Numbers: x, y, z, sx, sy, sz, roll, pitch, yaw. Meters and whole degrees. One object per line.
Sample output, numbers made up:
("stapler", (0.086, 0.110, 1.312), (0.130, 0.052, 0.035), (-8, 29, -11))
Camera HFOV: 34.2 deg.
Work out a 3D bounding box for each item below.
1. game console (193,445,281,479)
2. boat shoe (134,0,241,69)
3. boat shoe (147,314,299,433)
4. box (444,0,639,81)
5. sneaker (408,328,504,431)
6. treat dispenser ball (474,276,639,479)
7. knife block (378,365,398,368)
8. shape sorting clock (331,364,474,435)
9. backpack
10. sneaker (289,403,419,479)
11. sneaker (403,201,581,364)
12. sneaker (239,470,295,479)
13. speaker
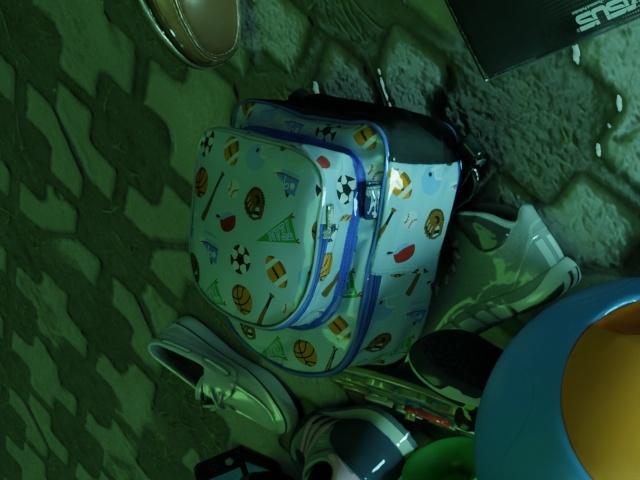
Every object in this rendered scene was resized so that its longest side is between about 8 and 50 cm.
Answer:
("game console", (-0.119, 0.409, 1.649), (0.085, 0.124, 0.144), (-135, 27, -61))
("boat shoe", (-0.140, -0.321, 1.066), (0.104, 0.111, 0.307), (9, 124, 46))
("boat shoe", (-0.146, 0.210, 1.517), (0.258, 0.084, 0.095), (31, 137, 30))
("box", (0.168, -0.241, 0.839), (0.191, 0.045, 0.184), (-15, 104, 53))
("sneaker", (0.161, 0.159, 1.020), (0.097, 0.235, 0.084), (-48, 43, 26))
("treat dispenser ball", (0.270, 0.173, 0.845), (0.288, 0.288, 0.288), (29, 137, 31))
("knife block", (-0.012, 0.018, 1.210), (0.276, 0.088, 0.242), (0, 118, 49))
("shape sorting clock", (0.105, 0.182, 1.168), (0.206, 0.040, 0.206), (16, 164, 5))
("backpack", (0.000, 0.000, 1.016), (0.277, 0.213, 0.263), (22, 117, 50))
("sneaker", (0.005, 0.293, 1.349), (0.112, 0.131, 0.319), (46, 155, -1))
("sneaker", (0.139, 0.030, 1.048), (0.229, 0.086, 0.132), (-31, 85, 33))
("sneaker", (-0.077, 0.424, 1.485), (0.267, 0.101, 0.106), (-103, 14, -71))
("speaker", (0.190, 0.385, 1.244), (0.131, 0.131, 0.296), (5, 121, 47))
